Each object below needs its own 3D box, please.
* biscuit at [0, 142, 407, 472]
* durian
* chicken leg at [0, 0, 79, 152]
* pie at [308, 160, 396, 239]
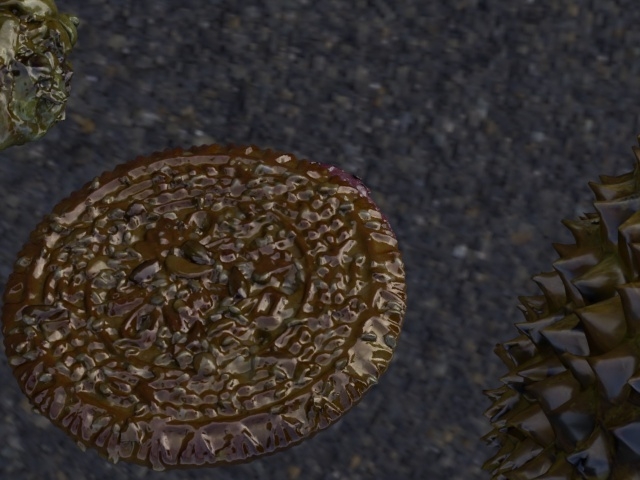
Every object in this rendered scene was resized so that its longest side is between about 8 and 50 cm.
[{"bbox_3d":[-0.086,0.037,1.169,0.305,0.305,0.038,-30,143,-20],"label":"biscuit"},{"bbox_3d":[0.267,0.084,0.949,0.348,0.347,0.384,4,119,-29],"label":"durian"},{"bbox_3d":[-0.220,-0.141,1.064,0.103,0.227,0.088,-37,130,8],"label":"chicken leg"},{"bbox_3d":[0.000,0.000,1.355,0.038,0.154,0.153,-50,123,-45],"label":"pie"}]
